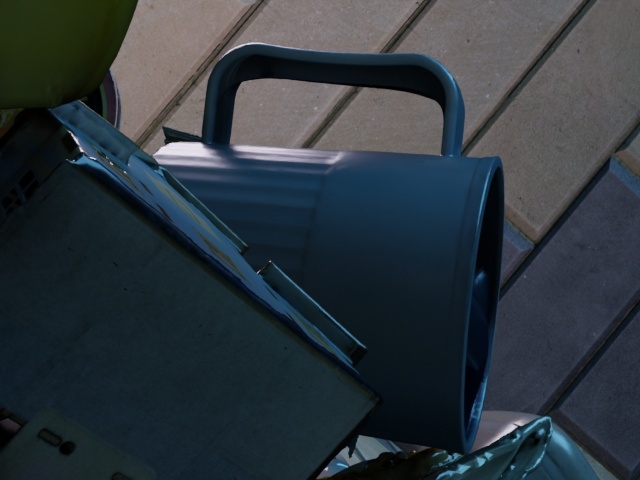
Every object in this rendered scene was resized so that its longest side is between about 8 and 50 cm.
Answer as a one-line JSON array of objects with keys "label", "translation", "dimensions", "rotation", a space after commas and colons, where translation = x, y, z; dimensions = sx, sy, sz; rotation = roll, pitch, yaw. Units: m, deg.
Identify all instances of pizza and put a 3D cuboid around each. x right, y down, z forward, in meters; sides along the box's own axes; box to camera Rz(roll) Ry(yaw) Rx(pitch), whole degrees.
[{"label": "pizza", "translation": [0.053, 0.220, 1.058], "dimensions": [0.184, 0.176, 0.036], "rotation": [62, 8, -84]}]

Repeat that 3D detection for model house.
[{"label": "model house", "translation": [-0.119, 0.039, 0.654], "dimensions": [0.271, 0.178, 0.206], "rotation": [38, 5, -32]}]

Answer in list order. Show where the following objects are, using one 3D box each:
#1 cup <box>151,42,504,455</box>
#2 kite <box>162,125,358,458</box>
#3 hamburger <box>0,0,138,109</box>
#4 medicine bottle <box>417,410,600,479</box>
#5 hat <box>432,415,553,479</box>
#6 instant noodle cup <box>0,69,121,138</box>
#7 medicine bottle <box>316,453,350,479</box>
[{"label": "cup", "translation": [-0.005, 0.011, 1.017], "dimensions": [0.311, 0.331, 0.257], "rotation": [6, 25, 14]}, {"label": "kite", "translation": [-0.040, 0.046, 1.185], "dimensions": [0.406, 0.368, 0.014], "rotation": [60, 21, -7]}, {"label": "hamburger", "translation": [-0.235, -0.215, 0.444], "dimensions": [0.396, 0.277, 0.396], "rotation": [9, 12, -2]}, {"label": "medicine bottle", "translation": [0.248, 0.348, 1.164], "dimensions": [0.375, 0.123, 0.282], "rotation": [56, -16, -2]}, {"label": "hat", "translation": [0.117, 0.293, 0.904], "dimensions": [0.301, 0.168, 0.257], "rotation": [6, 61, -53]}, {"label": "instant noodle cup", "translation": [-0.323, -0.109, 1.230], "dimensions": [0.244, 0.244, 0.255], "rotation": [40, -11, 1]}, {"label": "medicine bottle", "translation": [0.011, 0.259, 1.210], "dimensions": [0.057, 0.057, 0.089], "rotation": [41, -2, -16]}]
